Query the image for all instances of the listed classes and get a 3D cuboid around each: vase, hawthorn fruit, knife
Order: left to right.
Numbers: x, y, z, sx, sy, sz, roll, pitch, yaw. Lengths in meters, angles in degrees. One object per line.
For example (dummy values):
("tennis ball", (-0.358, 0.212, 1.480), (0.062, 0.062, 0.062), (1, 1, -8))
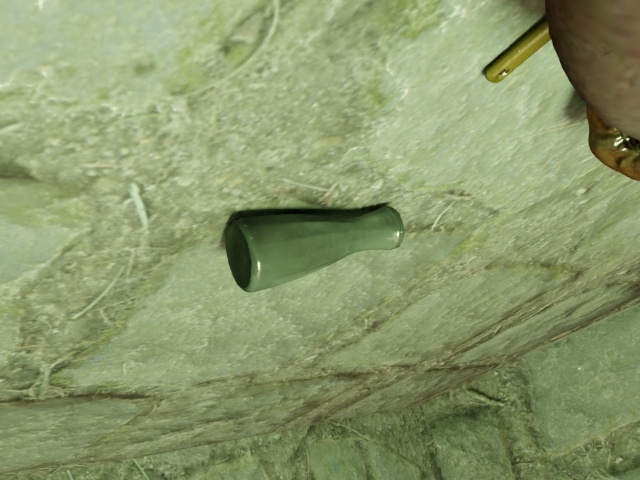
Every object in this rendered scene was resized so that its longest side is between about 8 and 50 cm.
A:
("vase", (0.000, 0.000, 0.707), (0.214, 0.086, 0.086), (-11, 155, -28))
("knife", (0.236, -0.218, 0.485), (0.046, 0.022, 0.256), (13, 141, -39))
("hawthorn fruit", (0.363, -0.147, 0.623), (0.189, 0.149, 0.149), (-52, 178, -37))

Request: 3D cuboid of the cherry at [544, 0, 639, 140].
("cherry", (0.260, -0.184, 0.340), (0.261, 0.221, 0.307), (-30, 132, 27))
